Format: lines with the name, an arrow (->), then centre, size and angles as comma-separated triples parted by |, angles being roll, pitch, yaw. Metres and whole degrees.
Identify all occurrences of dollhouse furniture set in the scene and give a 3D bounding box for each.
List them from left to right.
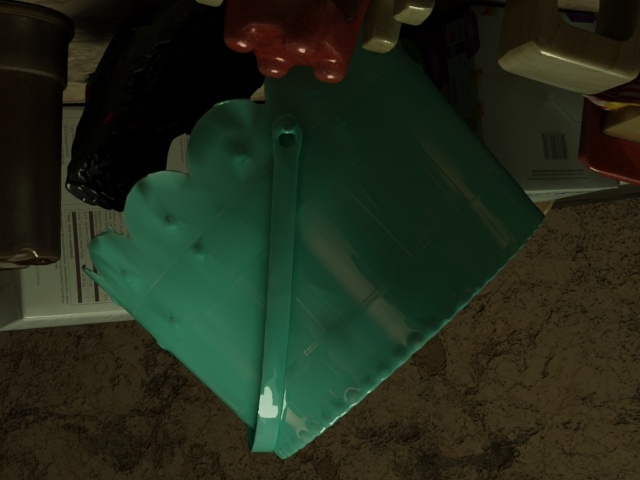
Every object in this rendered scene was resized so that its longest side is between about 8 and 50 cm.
dollhouse furniture set -> 0.122, -0.141, 0.627 | 0.374, 0.152, 0.201 | 13, 172, -12

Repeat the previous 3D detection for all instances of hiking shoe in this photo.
hiking shoe -> -0.105, -0.121, 0.778 | 0.086, 0.114, 0.227 | 19, 135, -34

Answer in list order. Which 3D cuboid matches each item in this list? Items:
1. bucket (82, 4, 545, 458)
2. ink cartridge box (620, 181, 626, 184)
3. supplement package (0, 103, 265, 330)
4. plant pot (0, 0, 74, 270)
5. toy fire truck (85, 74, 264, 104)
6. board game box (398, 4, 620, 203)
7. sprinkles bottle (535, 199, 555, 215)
bucket -> 0.000, 0.000, 0.791 | 0.281, 0.183, 0.281 | -42, 176, -4
ink cartridge box -> 0.331, -0.117, 1.131 | 0.198, 0.115, 0.067 | -5, 175, 4
supplement package -> -0.187, -0.021, 1.189 | 0.262, 0.198, 0.199 | -3, 175, -23
plant pot -> -0.245, -0.062, 0.808 | 0.166, 0.165, 0.167 | -6, 176, 0
toy fire truck -> -0.094, -0.124, 0.957 | 0.135, 0.047, 0.192 | -4, 176, -35
board game box -> 0.092, -0.090, 1.000 | 0.144, 0.142, 0.275 | -4, 175, -36
sprinkles bottle -> 0.179, -0.077, 1.436 | 0.121, 0.121, 0.355 | -8, 176, 29
